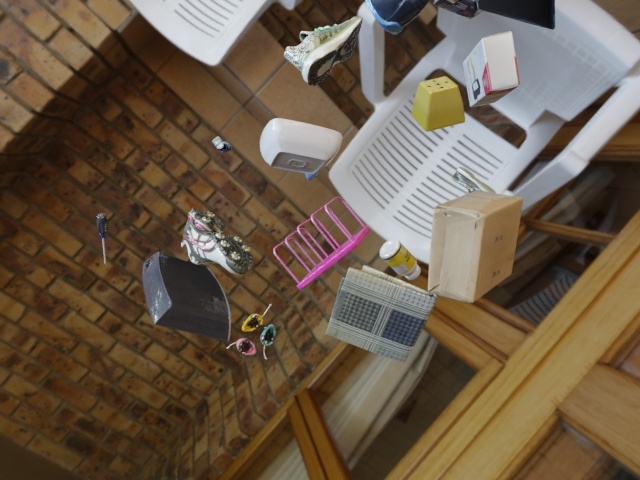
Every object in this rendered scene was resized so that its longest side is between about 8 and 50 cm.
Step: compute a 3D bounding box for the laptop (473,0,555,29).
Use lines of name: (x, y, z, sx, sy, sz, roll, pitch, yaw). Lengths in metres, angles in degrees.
laptop: (0.479, -0.792, 1.027, 0.236, 0.408, 0.382, 10, 151, 34)

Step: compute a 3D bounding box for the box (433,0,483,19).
box: (0.531, -0.940, 1.475, 0.163, 0.247, 0.142, 17, -169, -10)

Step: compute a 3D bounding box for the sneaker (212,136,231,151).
sneaker: (-0.459, -0.442, 2.001, 0.059, 0.053, 0.144, 50, -170, 10)

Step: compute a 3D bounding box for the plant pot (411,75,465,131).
plant pot: (0.593, -0.702, 2.132, 0.212, 0.212, 0.187, -108, 4, -49)

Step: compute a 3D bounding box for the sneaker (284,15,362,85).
sneaker: (0.015, -0.762, 1.596, 0.182, 0.410, 0.158, 36, 148, 6)

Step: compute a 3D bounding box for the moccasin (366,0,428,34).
moccasin: (0.112, -0.560, 0.787, 0.137, 0.117, 0.342, -23, -91, -58)

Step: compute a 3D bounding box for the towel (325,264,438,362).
towel: (0.202, 0.257, 1.483, 0.324, 0.312, 0.056, 20, -152, 4)

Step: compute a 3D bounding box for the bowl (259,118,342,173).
bowl: (-0.040, -0.168, 0.791, 0.142, 0.053, 0.142, 8, 168, -18)

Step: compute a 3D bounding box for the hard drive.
hard drive: (-0.283, 0.109, 0.898, 0.172, 0.054, 0.254, 24, -169, -33)

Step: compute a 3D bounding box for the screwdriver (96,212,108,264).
screwdriver: (-0.500, 0.004, 0.969, 0.024, 0.170, 0.025, 15, -141, -9)

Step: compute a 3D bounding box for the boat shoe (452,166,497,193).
boat shoe: (0.662, -0.226, 1.808, 0.081, 0.069, 0.228, -3, -137, -42)

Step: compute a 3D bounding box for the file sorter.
file sorter: (0.000, 0.000, 1.553, 0.182, 0.290, 0.202, 50, -154, -1)

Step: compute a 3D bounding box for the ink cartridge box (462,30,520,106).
ink cartridge box: (0.426, -0.423, 1.065, 0.175, 0.072, 0.127, -50, -52, -84)

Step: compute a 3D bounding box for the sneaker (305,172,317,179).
sneaker: (-0.037, -0.356, 1.804, 0.069, 0.209, 0.082, 10, 155, -7)

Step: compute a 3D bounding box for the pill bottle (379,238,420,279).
pill bottle: (0.342, 0.085, 1.785, 0.184, 0.103, 0.103, 43, 178, -25)

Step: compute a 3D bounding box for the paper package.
paper package: (0.509, 0.010, 1.394, 0.168, 0.310, 0.325, 18, -153, 40)

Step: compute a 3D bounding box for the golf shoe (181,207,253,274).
golf shoe: (-0.271, 0.026, 1.097, 0.105, 0.120, 0.273, 18, -163, -49)

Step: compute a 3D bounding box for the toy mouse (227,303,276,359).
toy mouse: (-0.180, 0.272, 1.173, 0.031, 0.161, 0.143, 20, 138, 53)
